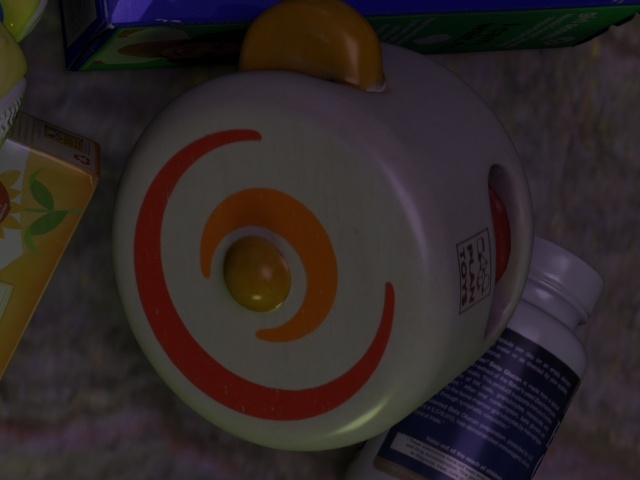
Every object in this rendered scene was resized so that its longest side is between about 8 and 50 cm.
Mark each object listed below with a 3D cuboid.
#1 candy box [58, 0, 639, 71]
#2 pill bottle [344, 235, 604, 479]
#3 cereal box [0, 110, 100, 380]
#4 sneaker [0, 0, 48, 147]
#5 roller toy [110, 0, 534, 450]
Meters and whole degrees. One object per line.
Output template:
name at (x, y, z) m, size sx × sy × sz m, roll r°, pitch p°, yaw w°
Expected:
candy box at (0.012, -0.239, 0.914) m, size 0.317 × 0.122 × 0.268 m, roll -5°, pitch 87°, yaw -18°
pill bottle at (0.092, 0.083, 0.939) m, size 0.094 × 0.094 × 0.169 m, roll 32°, pitch 78°, yaw -15°
cereal box at (-0.250, -0.014, 0.810) m, size 0.240 × 0.047 × 0.173 m, roll 23°, pitch 112°, yaw -17°
sneaker at (-0.186, -0.135, 0.764) m, size 0.126 × 0.240 × 0.091 m, roll 30°, pitch 121°, yaw -25°
roller toy at (0.000, 0.000, 0.839) m, size 0.191 × 0.209 × 0.146 m, roll 49°, pitch 31°, yaw 8°
